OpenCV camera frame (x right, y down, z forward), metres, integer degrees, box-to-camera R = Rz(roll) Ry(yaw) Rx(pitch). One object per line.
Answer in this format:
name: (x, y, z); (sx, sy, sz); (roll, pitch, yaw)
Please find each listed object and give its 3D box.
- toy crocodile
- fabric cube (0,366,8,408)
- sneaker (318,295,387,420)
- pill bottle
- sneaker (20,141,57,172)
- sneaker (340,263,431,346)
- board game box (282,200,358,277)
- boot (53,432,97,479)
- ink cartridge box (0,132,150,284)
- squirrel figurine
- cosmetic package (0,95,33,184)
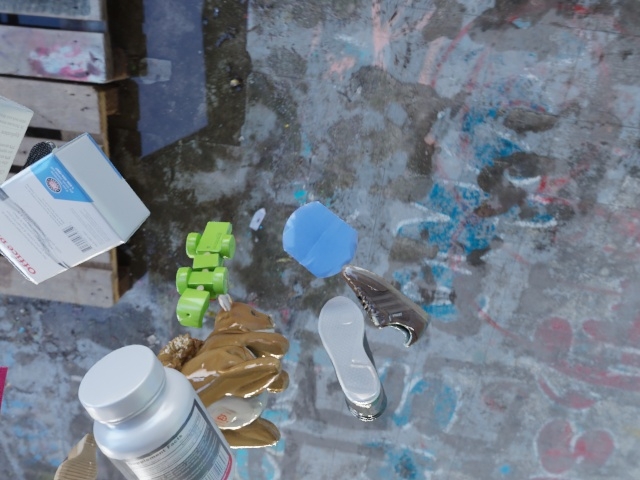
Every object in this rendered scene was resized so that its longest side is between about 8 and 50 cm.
toy crocodile: (-0.279, 0.068, 1.251); (0.115, 0.340, 0.105); (-1, 129, 0)
fabric cube: (-0.754, 0.345, 0.857); (0.254, 0.259, 0.258); (-2, 75, 10)
sneaker: (0.068, 0.265, 1.113); (0.105, 0.295, 0.146); (-16, 131, -2)
pill bottle: (-0.289, 0.343, 0.902); (0.177, 0.176, 0.318); (-11, 123, 12)
sneaker: (-0.716, -0.201, 1.311); (0.161, 0.075, 0.057); (-41, 80, 27)
sneaker: (0.107, 0.115, 0.888); (0.188, 0.066, 0.071); (34, 73, -1)
board game box: (0.000, 0.000, 1.117); (0.169, 0.033, 0.133); (38, 96, 12)
boot: (-0.636, 0.627, 1.248); (0.090, 0.248, 0.206); (30, 95, -14)
ink cartridge box: (-0.578, -0.063, 1.109); (0.308, 0.129, 0.223); (-21, 117, 24)
squirrel figurine: (-0.275, 0.303, 1.287); (0.398, 0.370, 0.280); (-7, 124, -3)
cosmetic package: (-1.023, -0.241, 1.254); (0.328, 0.329, 0.393); (25, 93, -3)
